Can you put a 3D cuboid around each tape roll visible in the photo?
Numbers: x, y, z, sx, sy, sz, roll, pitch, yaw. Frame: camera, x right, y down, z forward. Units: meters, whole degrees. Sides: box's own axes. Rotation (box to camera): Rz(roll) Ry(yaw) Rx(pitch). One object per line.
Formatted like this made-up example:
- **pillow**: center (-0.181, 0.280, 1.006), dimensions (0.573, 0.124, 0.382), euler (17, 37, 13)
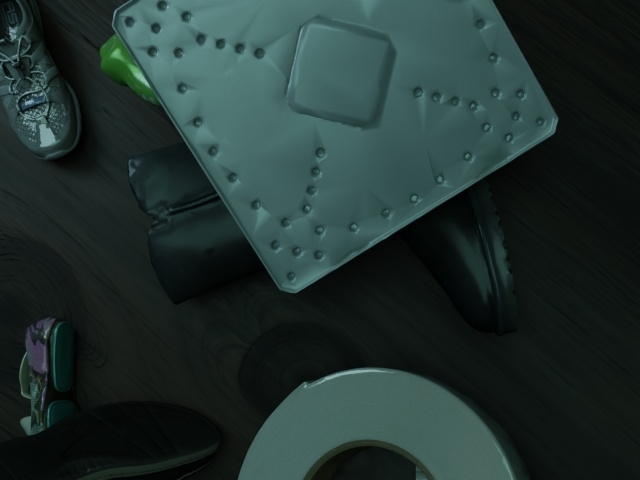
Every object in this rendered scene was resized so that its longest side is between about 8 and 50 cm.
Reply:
- **tape roll**: center (0.072, 0.348, 1.279), dimensions (0.392, 0.072, 0.392), euler (-4, 80, 26)

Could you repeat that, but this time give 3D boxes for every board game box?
- **board game box**: center (0.021, -0.198, 1.232), dimensions (0.390, 0.050, 0.390), euler (-32, 100, 1)

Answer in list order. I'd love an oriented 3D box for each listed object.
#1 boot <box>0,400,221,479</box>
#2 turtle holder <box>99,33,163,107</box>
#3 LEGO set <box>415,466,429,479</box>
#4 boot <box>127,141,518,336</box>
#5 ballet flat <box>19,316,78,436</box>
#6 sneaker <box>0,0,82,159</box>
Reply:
- **boot**: center (-0.307, 0.376, 1.329), dimensions (0.138, 0.377, 0.284), euler (30, 122, 41)
- **turtle holder**: center (-0.117, -0.304, 1.392), dimensions (0.320, 0.243, 0.227), euler (-48, 63, 30)
- **LEGO set**: center (0.159, 0.388, 1.313), dimensions (0.087, 0.093, 0.227), euler (0, 82, 7)
- **boot**: center (0.000, -0.002, 1.358), dimensions (0.445, 0.146, 0.367), euler (-15, 73, 2)
- **ballet flat**: center (-0.373, 0.216, 1.419), dimensions (0.079, 0.077, 0.222), euler (-12, 76, 24)
- **sneaker**: center (-0.425, -0.242, 1.459), dimensions (0.105, 0.115, 0.281), euler (-25, 80, 3)
